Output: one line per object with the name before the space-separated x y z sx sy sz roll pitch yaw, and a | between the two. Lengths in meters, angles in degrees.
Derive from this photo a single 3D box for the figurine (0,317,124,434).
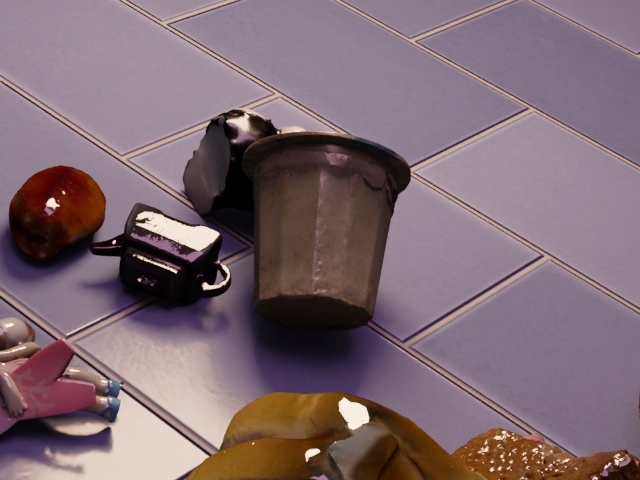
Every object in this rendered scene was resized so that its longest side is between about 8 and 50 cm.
figurine | -0.339 0.125 1.820 0.260 0.103 0.205 16 34 -13

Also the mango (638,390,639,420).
mango | 0.471 0.166 1.997 0.156 0.151 0.249 -5 22 40

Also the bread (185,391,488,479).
bread | -0.006 0.294 1.597 0.300 0.210 0.341 22 35 17

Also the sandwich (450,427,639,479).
sandwich | 0.272 0.320 1.705 0.100 0.254 0.288 -38 17 -20

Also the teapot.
teapot | -0.195 0.029 2.029 0.177 0.087 0.096 20 39 10

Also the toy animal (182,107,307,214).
toy animal | -0.074 -0.094 2.203 0.179 0.138 0.166 10 -10 -20

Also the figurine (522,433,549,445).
figurine | 0.230 0.250 1.865 0.071 0.067 0.083 -11 30 48

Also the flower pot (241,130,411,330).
flower pot | 0.000 0.000 2.022 0.212 0.212 0.202 8 72 -9

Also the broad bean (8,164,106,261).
broad bean | -0.329 -0.041 2.089 0.114 0.084 0.165 37 30 5
